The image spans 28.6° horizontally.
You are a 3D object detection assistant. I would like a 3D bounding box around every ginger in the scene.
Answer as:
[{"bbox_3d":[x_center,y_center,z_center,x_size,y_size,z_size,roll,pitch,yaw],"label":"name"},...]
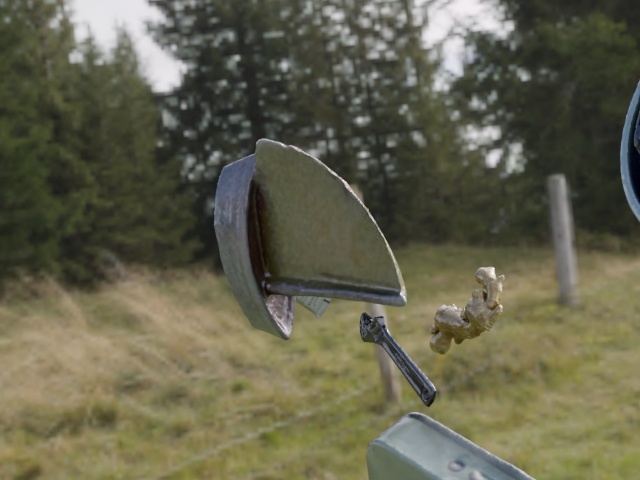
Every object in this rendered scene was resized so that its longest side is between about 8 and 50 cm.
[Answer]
[{"bbox_3d":[0.264,0.135,2.266,0.052,0.193,0.176,18,9,-19],"label":"ginger"}]

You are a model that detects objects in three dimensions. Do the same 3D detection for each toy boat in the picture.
[{"bbox_3d":[-0.027,-0.012,1.729,0.293,0.276,0.111,-21,2,38],"label":"toy boat"}]

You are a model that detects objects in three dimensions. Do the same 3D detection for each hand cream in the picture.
[{"bbox_3d":[-0.067,0.056,2.080,0.194,0.067,0.042,30,2,-11],"label":"hand cream"}]

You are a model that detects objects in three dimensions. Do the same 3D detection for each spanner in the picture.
[{"bbox_3d":[0.094,0.146,1.571,0.012,0.046,0.208,5,24,-27],"label":"spanner"}]

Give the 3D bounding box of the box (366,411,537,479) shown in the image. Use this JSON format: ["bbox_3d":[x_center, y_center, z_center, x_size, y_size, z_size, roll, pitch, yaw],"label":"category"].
[{"bbox_3d":[0.227,0.435,1.505,0.111,0.397,0.396,-30,38,-30],"label":"box"}]

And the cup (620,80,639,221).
[{"bbox_3d":[0.473,-0.088,1.173,0.311,0.331,0.257,23,-55,-27],"label":"cup"}]
